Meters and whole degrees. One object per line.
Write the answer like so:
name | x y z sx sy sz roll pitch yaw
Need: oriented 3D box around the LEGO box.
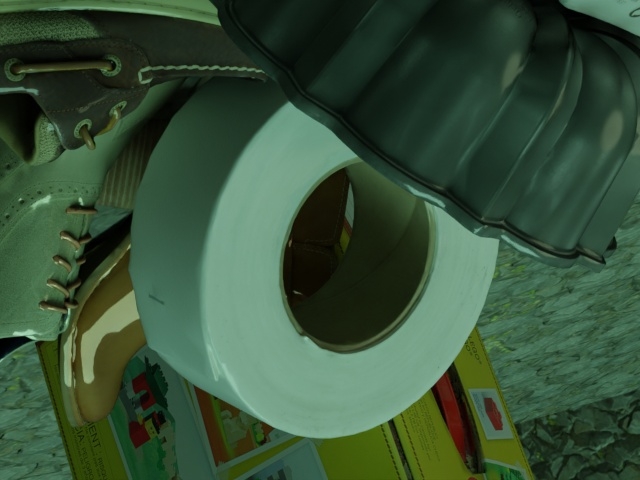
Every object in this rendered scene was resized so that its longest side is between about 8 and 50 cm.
LEGO box | -0.029 0.195 1.493 0.372 0.500 0.193 -31 158 31

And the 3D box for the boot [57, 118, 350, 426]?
boot | -0.097 0.038 1.347 0.220 0.283 0.109 9 -165 -7

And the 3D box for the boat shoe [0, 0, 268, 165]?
boat shoe | -0.176 -0.108 1.026 0.342 0.123 0.123 1 -173 -37

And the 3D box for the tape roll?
tape roll | 0.000 0.000 1.219 0.286 0.286 0.100 -3 -164 -39

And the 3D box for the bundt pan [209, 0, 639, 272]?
bundt pan | 0.092 -0.132 1.047 0.331 0.331 0.124 9 123 -54

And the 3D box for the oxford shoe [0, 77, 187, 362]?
oxford shoe | -0.206 -0.007 1.200 0.397 0.146 0.140 -47 161 16

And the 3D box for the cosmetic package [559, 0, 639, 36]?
cosmetic package | 0.206 -0.244 1.003 0.151 0.184 0.151 -32 157 29
